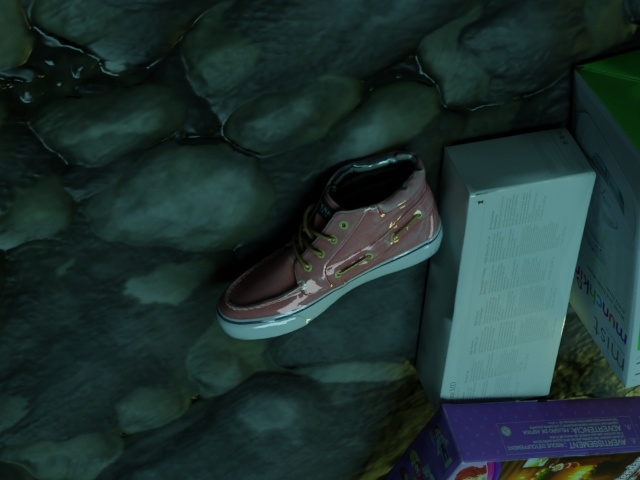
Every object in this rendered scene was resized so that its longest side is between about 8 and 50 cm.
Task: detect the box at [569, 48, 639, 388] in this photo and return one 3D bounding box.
[{"bbox_3d":[0.322,-0.039,1.291,0.262,0.127,0.231,-15,134,-12],"label":"box"}]

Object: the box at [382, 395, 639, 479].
[{"bbox_3d":[0.136,0.233,1.473,0.201,0.057,0.293,0,143,-26],"label":"box"}]

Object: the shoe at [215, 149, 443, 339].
[{"bbox_3d":[0.000,0.000,1.230,0.178,0.063,0.081,-25,136,-8],"label":"shoe"}]

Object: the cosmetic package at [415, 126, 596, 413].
[{"bbox_3d":[0.134,0.027,1.314,0.099,0.060,0.239,-11,136,-16],"label":"cosmetic package"}]
